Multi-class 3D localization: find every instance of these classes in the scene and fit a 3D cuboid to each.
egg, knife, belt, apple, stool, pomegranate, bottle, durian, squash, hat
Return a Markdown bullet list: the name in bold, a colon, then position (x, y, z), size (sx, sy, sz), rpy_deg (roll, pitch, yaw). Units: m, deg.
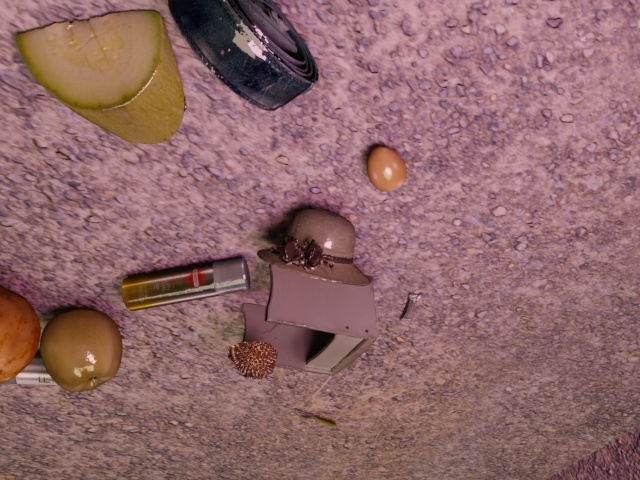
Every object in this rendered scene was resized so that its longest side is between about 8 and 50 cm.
- **egg**: position (0.132, -0.147, 1.116), size (0.080, 0.080, 0.096), rpy_deg (-28, 116, 16)
- **knife**: position (-0.018, 0.596, 1.830), size (0.184, 0.022, 0.026), rpy_deg (28, 98, -29)
- **belt**: position (-0.107, -0.304, 0.840), size (0.116, 0.206, 0.267), rpy_deg (-32, 136, 24)
- **apple**: position (-0.568, 0.258, 1.308), size (0.200, 0.200, 0.200), rpy_deg (-5, 133, -5)
- **stool**: position (-0.033, 0.190, 1.312), size (0.270, 0.170, 0.243), rpy_deg (13, 143, -18)
- **pomegranate**: position (-0.750, 0.207, 1.197), size (0.248, 0.248, 0.248), rpy_deg (-5, 133, -5)
- **bottle**: position (-0.719, 0.329, 1.426), size (0.254, 0.079, 0.096), rpy_deg (5, 94, -15)
- **durian**: position (-0.149, 0.282, 1.242), size (0.110, 0.071, 0.140), rpy_deg (-13, 147, 19)
- **squash**: position (-0.359, -0.270, 0.960), size (0.237, 0.155, 0.204), rpy_deg (-10, 97, 2)
- **hat**: position (0.000, 0.000, 1.182), size (0.257, 0.257, 0.130), rpy_deg (11, 97, -19)
- **bottle**: position (-0.309, 0.101, 1.273), size (0.286, 0.082, 0.082), rpy_deg (-10, 134, -1)

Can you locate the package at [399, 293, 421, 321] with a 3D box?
- **package**: position (0.245, 0.184, 1.489), size (0.037, 0.015, 0.110), rpy_deg (0, 134, -11)
